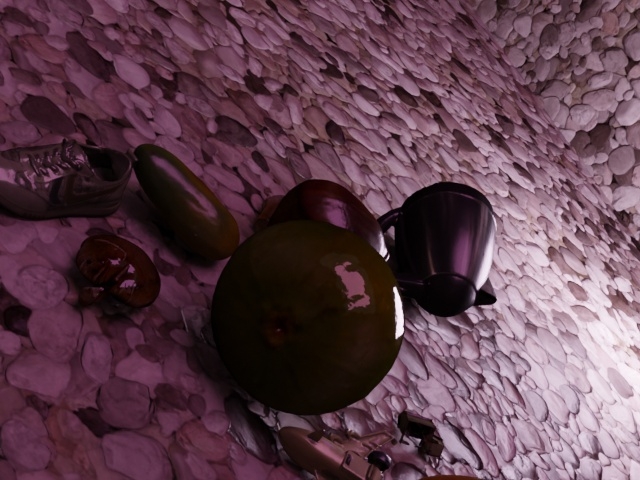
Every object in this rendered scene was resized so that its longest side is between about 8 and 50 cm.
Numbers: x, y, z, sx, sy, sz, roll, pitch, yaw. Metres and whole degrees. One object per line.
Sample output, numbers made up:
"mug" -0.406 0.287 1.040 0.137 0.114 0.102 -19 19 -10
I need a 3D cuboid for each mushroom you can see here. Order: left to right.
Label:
"mushroom" -0.297 0.048 1.592 0.135 0.080 0.170 34 25 1

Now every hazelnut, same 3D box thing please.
"hazelnut" 0.010 0.013 1.899 0.229 0.229 0.229 33 30 -22

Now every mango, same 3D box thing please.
"mango" -0.220 -0.065 1.800 0.237 0.091 0.137 53 -4 -12

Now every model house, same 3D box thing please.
"model house" 0.173 0.331 1.885 0.083 0.057 0.058 17 7 -11

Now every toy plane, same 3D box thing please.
"toy plane" 0.041 0.348 1.639 0.244 0.092 0.229 41 42 -14

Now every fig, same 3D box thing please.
"fig" -0.008 0.116 1.682 0.316 0.316 0.316 33 30 -22

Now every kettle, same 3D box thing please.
"kettle" 0.241 0.031 2.221 0.250 0.207 0.271 38 36 -27

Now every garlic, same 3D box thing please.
"garlic" -0.073 -0.049 2.036 0.084 0.066 0.152 36 31 -13

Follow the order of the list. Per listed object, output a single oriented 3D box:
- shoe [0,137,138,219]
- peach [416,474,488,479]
"shoe" -0.391 -0.101 1.648 0.274 0.098 0.103 -5 52 -54
"peach" 0.187 0.468 1.478 0.332 0.308 0.308 20 34 -11
